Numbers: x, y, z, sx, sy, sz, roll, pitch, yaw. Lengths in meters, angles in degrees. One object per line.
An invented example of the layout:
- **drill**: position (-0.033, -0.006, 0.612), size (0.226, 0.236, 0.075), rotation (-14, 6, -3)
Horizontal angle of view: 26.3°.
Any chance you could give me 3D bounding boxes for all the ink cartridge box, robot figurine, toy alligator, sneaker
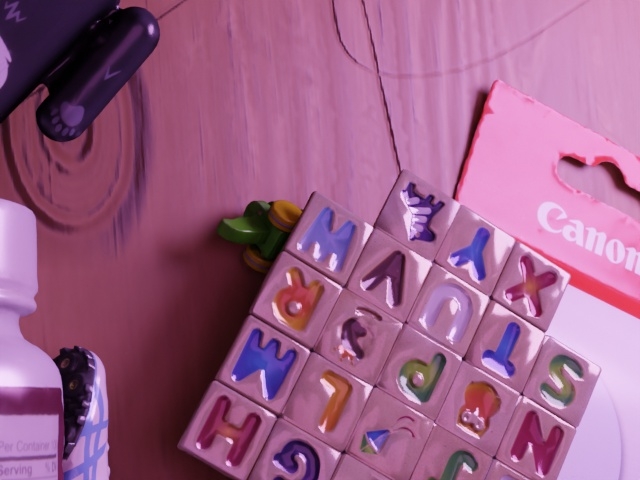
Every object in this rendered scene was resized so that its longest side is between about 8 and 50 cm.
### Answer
- **ink cartridge box**: position (0.243, 0.082, 1.205), size (0.308, 0.091, 0.385), rotation (25, 73, -22)
- **robot figurine**: position (-0.236, -0.180, 0.926), size (0.278, 0.173, 0.209), rotation (-47, 131, -8)
- **toy alligator**: position (0.000, 0.000, 1.112), size (0.189, 0.056, 0.051), rotation (14, 35, -26)
- **sneaker**: position (-0.179, 0.195, 0.973), size (0.086, 0.085, 0.237), rotation (21, 67, -52)

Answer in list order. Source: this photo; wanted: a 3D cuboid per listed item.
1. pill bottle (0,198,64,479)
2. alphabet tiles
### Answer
- **pill bottle**: position (-0.271, 0.174, 0.835), size (0.224, 0.224, 0.392), rotation (3, 80, -28)
- **alphabet tiles**: position (0.064, 0.127, 1.056), size (0.285, 0.011, 0.342), rotation (32, 69, -12)
